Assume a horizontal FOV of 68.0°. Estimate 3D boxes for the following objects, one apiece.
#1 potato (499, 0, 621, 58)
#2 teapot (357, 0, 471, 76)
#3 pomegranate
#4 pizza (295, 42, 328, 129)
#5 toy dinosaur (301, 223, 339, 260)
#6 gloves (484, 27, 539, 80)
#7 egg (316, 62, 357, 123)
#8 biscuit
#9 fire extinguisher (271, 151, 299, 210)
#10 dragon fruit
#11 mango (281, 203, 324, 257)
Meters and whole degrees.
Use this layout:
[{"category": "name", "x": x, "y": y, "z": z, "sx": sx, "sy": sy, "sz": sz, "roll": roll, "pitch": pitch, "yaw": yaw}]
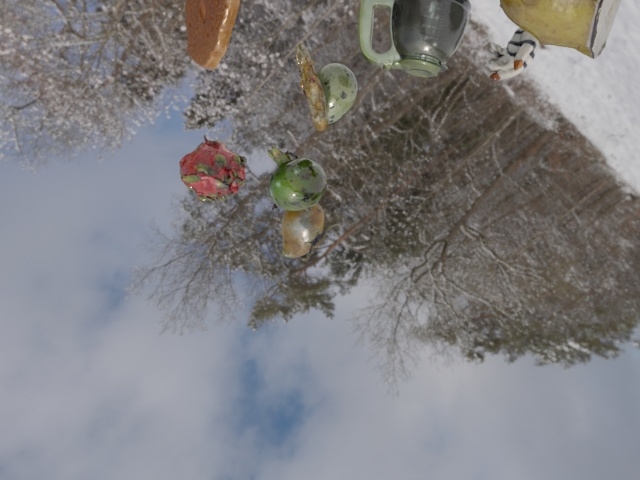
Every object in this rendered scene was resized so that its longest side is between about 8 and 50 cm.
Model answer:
[{"category": "potato", "x": 0.679, "y": -0.698, "z": 1.343, "sx": 0.295, "sy": 0.290, "sz": 0.397, "roll": 23, "pitch": -155, "yaw": 26}, {"category": "teapot", "x": 0.291, "y": -0.645, "z": 1.471, "sx": 0.321, "sy": 0.240, "sz": 0.239, "roll": 10, "pitch": -176, "yaw": -21}, {"category": "pomegranate", "x": -0.092, "y": -0.220, "z": 1.662, "sx": 0.263, "sy": 0.211, "sz": 0.211, "roll": 62, "pitch": -151, "yaw": -4}, {"category": "pizza", "x": -0.029, "y": -0.513, "z": 1.609, "sx": 0.189, "sy": 0.071, "sz": 0.297, "roll": 59, "pitch": -166, "yaw": -83}, {"category": "toy dinosaur", "x": -0.010, "y": -0.005, "z": 1.613, "sx": 0.058, "sy": 0.180, "sz": 0.037, "roll": 33, "pitch": 171, "yaw": 36}, {"category": "gloves", "x": 0.661, "y": -0.633, "z": 1.633, "sx": 0.140, "sy": 0.219, "sz": 0.131, "roll": 37, "pitch": -175, "yaw": 32}, {"category": "egg", "x": 0.040, "y": -0.538, "z": 1.754, "sx": 0.177, "sy": 0.228, "sz": 0.177, "roll": 22, "pitch": -154, "yaw": -11}, {"category": "biscuit", "x": -0.389, "y": -0.831, "z": 1.702, "sx": 0.078, "sy": 0.455, "sz": 0.350, "roll": -2, "pitch": -116, "yaw": -34}, {"category": "fire extinguisher", "x": -0.160, "y": -0.235, "z": 1.928, "sx": 0.075, "sy": 0.252, "sz": 0.106, "roll": 42, "pitch": -132, "yaw": 20}, {"category": "dragon fruit", "x": -0.455, "y": -0.288, "z": 1.983, "sx": 0.237, "sy": 0.302, "sz": 0.231, "roll": 66, "pitch": -152, "yaw": -53}, {"category": "mango", "x": -0.090, "y": -0.050, "z": 2.173, "sx": 0.192, "sy": 0.316, "sz": 0.146, "roll": 21, "pitch": -157, "yaw": -1}]
